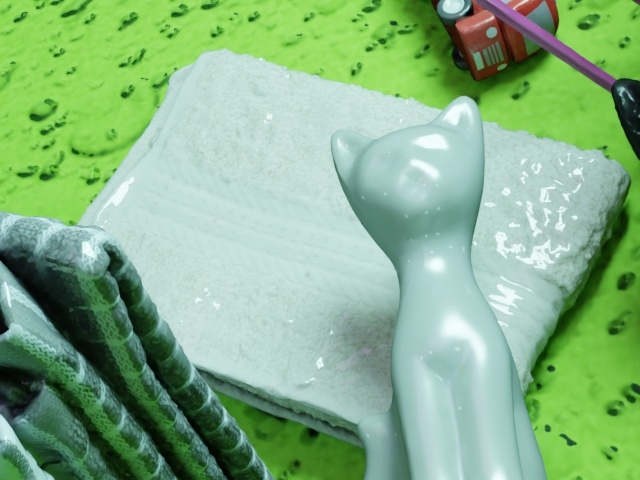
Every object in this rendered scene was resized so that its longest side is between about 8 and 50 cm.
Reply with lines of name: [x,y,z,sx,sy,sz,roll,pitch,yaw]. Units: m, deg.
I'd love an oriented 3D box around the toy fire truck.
toy fire truck: [0.109,-0.188,0.894,0.135,0.047,0.192,-25,52,2]

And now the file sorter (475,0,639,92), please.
file sorter: [0.209,-0.220,0.756,0.182,0.202,0.290,-31,33,57]

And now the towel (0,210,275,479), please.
towel: [-0.144,0.069,0.663,0.235,0.283,0.121,28,69,34]

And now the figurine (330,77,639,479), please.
figurine: [0.111,0.024,0.667,0.215,0.092,0.209,-9,71,6]

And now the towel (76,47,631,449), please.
towel: [0.000,0.000,0.804,0.282,0.049,0.187,17,65,30]
